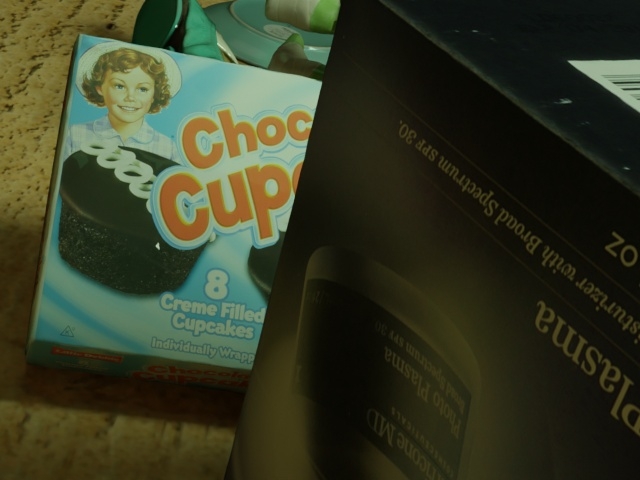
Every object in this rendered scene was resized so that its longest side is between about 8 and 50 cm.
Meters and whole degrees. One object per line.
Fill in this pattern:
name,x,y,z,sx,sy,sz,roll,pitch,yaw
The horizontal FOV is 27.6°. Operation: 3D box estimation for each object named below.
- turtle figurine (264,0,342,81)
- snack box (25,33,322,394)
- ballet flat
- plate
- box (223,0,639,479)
turtle figurine,0.100,-0.172,1.123,0.266,0.275,0.198,18,-7,13
snack box,0.000,0.000,0.774,0.321,0.060,0.187,9,69,-13
ballet flat,-0.108,-0.138,1.082,0.087,0.083,0.247,32,21,-24
plate,-0.030,-0.208,1.295,0.188,0.024,0.188,14,27,-7
box,0.118,0.083,0.541,0.182,0.294,0.296,-6,34,-32
